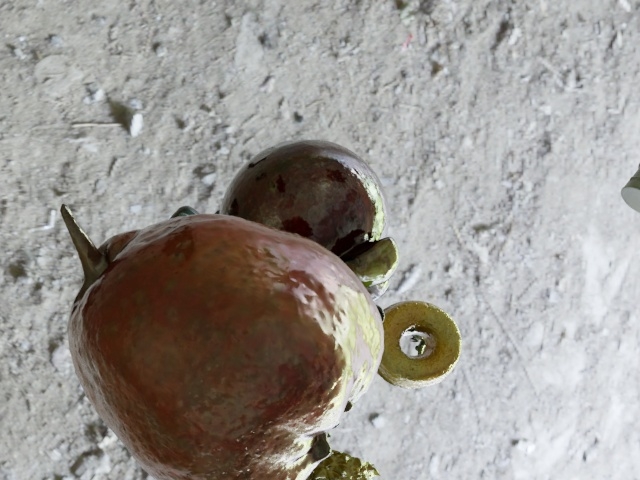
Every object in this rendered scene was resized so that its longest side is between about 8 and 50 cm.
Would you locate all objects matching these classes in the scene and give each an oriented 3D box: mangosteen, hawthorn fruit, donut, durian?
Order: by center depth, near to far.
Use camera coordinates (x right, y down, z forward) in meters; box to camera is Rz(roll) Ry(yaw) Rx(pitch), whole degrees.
[{"bbox_3d":[-0.090,0.065,0.572,0.262,0.210,0.210,37,66,4],"label":"hawthorn fruit"},{"bbox_3d":[0.000,0.000,0.907,0.215,0.257,0.215,-28,147,-21],"label":"mangosteen"},{"bbox_3d":[0.150,0.158,1.170,0.151,0.058,0.152,2,75,-9],"label":"donut"},{"bbox_3d":[-0.007,0.370,1.212,0.224,0.140,0.078,25,71,-26],"label":"durian"}]

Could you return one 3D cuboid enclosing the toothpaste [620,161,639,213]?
[{"bbox_3d":[0.512,-0.146,1.041,0.266,0.096,0.061,-47,165,-15],"label":"toothpaste"}]

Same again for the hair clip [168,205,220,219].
[{"bbox_3d":[-0.251,0.051,1.869,0.206,0.194,0.310,-27,90,-20],"label":"hair clip"}]

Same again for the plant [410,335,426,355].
[{"bbox_3d":[0.240,0.236,1.740,0.122,0.116,0.104,-58,156,-12],"label":"plant"}]
